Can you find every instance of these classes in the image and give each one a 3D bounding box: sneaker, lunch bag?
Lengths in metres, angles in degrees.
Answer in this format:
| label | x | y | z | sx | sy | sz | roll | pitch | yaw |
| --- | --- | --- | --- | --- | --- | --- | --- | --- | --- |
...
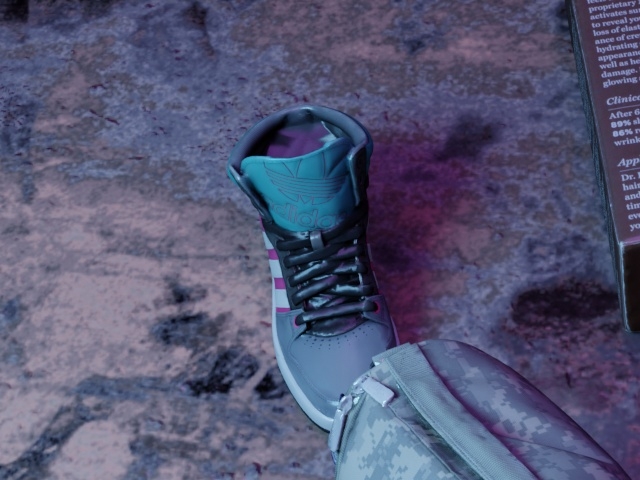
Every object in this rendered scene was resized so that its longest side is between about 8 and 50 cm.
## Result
| label | x | y | z | sx | sy | sz | roll | pitch | yaw |
| --- | --- | --- | --- | --- | --- | --- | --- | --- | --- |
| sneaker | 0.000 | 0.000 | 1.434 | 0.123 | 0.178 | 0.296 | -14 | 53 | 1 |
| lunch bag | 0.139 | 0.225 | 1.146 | 0.212 | 0.256 | 0.305 | -28 | 32 | -11 |

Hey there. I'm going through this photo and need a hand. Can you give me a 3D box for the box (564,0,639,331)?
| label | x | y | z | sx | sy | sz | roll | pitch | yaw |
| --- | --- | --- | --- | --- | --- | --- | --- | --- | --- |
| box | 0.320 | -0.121 | 1.484 | 0.191 | 0.143 | 0.381 | -8 | 55 | 7 |
